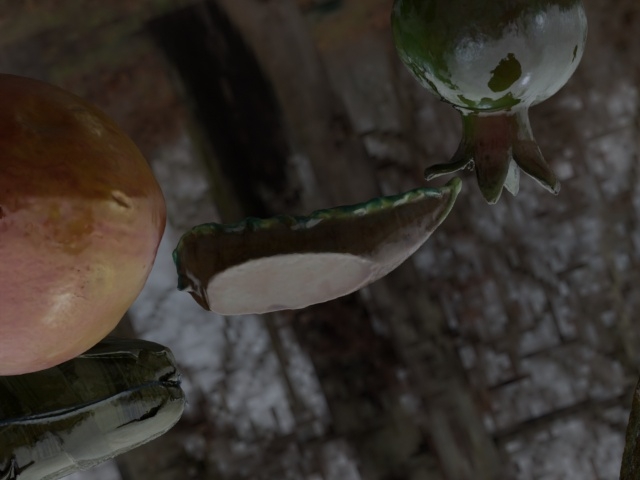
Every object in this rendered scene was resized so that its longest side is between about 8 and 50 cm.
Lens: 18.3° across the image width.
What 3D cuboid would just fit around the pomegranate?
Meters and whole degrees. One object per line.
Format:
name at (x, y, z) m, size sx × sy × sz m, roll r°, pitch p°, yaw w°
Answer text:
pomegranate at (0.122, -0.123, 1.427) m, size 0.131 × 0.191 × 0.152 m, roll -4°, pitch -173°, yaw 33°

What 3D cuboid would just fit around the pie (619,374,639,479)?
pie at (0.218, 0.154, 1.239) m, size 0.067 × 0.302 × 0.302 m, roll 16°, pitch -169°, yaw 6°

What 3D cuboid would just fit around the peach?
peach at (-0.262, -0.016, 1.575) m, size 0.281 × 0.238 × 0.281 m, roll 3°, pitch 165°, yaw 1°

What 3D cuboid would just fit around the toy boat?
toy boat at (0.005, 0.006, 1.895) m, size 0.293 × 0.108 × 0.099 m, roll -15°, pitch -139°, yaw -3°

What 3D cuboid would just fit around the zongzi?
zongzi at (-0.293, 0.115, 2.139) m, size 0.251 × 0.274 × 0.125 m, roll -22°, pitch 173°, yaw -20°
